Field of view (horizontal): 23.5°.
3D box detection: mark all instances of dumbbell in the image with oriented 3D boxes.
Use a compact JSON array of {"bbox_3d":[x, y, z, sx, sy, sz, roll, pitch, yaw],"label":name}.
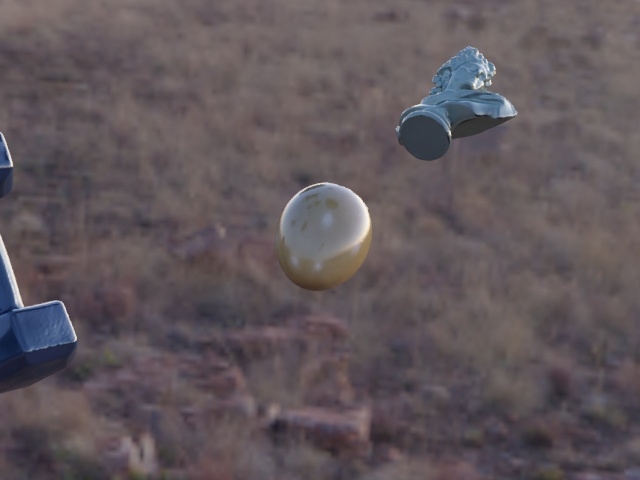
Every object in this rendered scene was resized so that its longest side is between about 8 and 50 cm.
[{"bbox_3d":[-0.410,0.027,1.894,0.156,0.316,0.143,-10,-18,-46],"label":"dumbbell"}]

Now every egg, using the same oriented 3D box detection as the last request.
[{"bbox_3d":[0.000,0.000,1.280,0.080,0.080,0.096,10,48,26],"label":"egg"}]

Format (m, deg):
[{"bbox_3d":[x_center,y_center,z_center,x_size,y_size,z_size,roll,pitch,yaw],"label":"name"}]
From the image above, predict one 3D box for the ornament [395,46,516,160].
[{"bbox_3d":[0.074,-0.073,0.879,0.068,0.041,0.092,-21,20,5],"label":"ornament"}]
